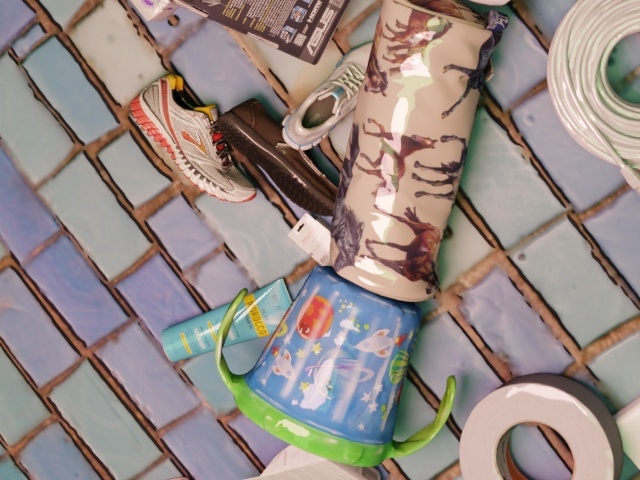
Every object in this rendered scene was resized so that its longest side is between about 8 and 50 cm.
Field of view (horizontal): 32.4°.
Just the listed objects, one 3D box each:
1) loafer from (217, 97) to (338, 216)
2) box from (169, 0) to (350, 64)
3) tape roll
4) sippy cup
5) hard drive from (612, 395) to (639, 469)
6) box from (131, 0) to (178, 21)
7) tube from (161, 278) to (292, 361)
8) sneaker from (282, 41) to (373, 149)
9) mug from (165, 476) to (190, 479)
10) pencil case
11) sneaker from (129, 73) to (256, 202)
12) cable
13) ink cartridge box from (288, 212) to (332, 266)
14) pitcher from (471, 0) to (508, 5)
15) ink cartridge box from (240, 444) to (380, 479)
[{"bbox_3d":[-0.041,-0.122,1.559,0.220,0.080,0.078,42,69,-11],"label":"loafer"},{"bbox_3d":[-0.046,-0.452,1.376,0.097,0.318,0.395,43,110,44],"label":"box"},{"bbox_3d":[0.309,0.300,1.548,0.219,0.072,0.219,2,95,26],"label":"tape roll"},{"bbox_3d":[0.027,0.163,1.541,0.305,0.240,0.224,19,98,-38],"label":"sippy cup"},{"bbox_3d":[0.606,0.239,1.508,0.353,0.047,0.233,-40,90,18],"label":"hard drive"},{"bbox_3d":[-0.312,-0.455,1.560,0.063,0.067,0.324,-38,92,18],"label":"box"},{"bbox_3d":[-0.136,0.126,1.654,0.207,0.052,0.080,-20,108,10],"label":"tube"},{"bbox_3d":[0.029,-0.200,1.502,0.071,0.083,0.191,42,81,-4],"label":"sneaker"},{"bbox_3d":[-0.210,0.459,1.723,0.113,0.150,0.169,-13,95,52],"label":"mug"},{"bbox_3d":[0.128,-0.122,1.478,0.183,0.160,0.410,6,106,-22],"label":"pencil case"},{"bbox_3d":[-0.172,-0.144,1.582,0.093,0.088,0.225,-43,90,16],"label":"sneaker"},{"bbox_3d":[0.426,-0.221,1.432,0.257,0.089,0.257,42,106,2],"label":"cable"},{"bbox_3d":[0.000,0.000,1.603,0.083,0.028,0.048,40,108,1],"label":"ink cartridge box"},{"bbox_3d":[0.156,-0.372,1.386,0.207,0.125,0.178,35,129,-11],"label":"pitcher"},{"bbox_3d":[-0.022,0.353,1.643,0.179,0.045,0.145,-19,139,31],"label":"ink cartridge box"}]
